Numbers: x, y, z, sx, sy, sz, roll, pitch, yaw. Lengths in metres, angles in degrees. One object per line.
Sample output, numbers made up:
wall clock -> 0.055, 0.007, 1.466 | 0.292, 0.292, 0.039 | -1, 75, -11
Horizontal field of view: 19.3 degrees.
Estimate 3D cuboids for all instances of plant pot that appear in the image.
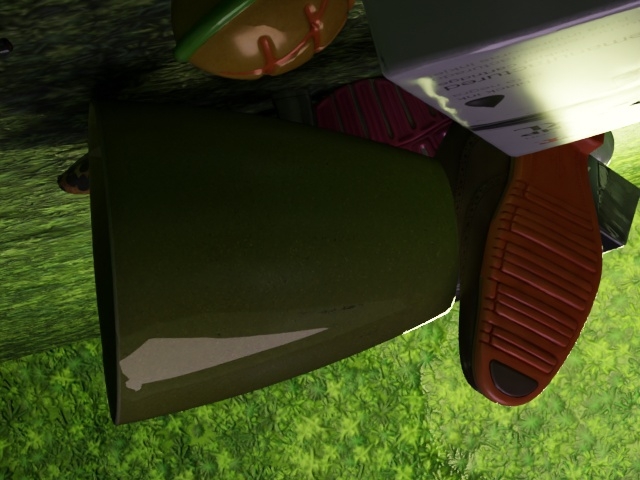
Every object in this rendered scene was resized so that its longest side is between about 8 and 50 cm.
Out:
plant pot -> -0.040, 0.009, 1.600 | 0.293, 0.275, 0.275 | -4, 172, -10

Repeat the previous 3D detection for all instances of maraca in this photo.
maraca -> -0.021, -0.162, 1.161 | 0.127, 0.099, 0.185 | -30, -172, 47

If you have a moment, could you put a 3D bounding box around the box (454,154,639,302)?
box -> 0.148, -0.047, 2.004 | 0.242, 0.076, 0.307 | 32, 152, -23

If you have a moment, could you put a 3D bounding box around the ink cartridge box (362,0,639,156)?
ink cartridge box -> 0.191, -0.180, 1.093 | 0.285, 0.166, 0.395 | -16, 173, 13

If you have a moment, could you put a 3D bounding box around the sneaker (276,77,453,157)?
sneaker -> 0.026, -0.098, 1.836 | 0.252, 0.103, 0.111 | -9, 180, 27

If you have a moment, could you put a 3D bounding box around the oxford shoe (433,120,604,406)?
oxford shoe -> 0.165, -0.020, 1.665 | 0.130, 0.364, 0.132 | 31, 150, -34

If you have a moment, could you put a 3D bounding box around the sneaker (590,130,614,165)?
sneaker -> 0.202, -0.053, 2.225 | 0.292, 0.108, 0.169 | -15, -156, 22

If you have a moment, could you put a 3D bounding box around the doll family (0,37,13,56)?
doll family -> -0.304, -0.093, 1.300 | 0.193, 0.076, 0.111 | -9, 178, 4

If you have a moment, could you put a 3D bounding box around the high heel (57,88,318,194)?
high heel -> -0.110, -0.022, 1.757 | 0.261, 0.186, 0.093 | -14, 173, 9
